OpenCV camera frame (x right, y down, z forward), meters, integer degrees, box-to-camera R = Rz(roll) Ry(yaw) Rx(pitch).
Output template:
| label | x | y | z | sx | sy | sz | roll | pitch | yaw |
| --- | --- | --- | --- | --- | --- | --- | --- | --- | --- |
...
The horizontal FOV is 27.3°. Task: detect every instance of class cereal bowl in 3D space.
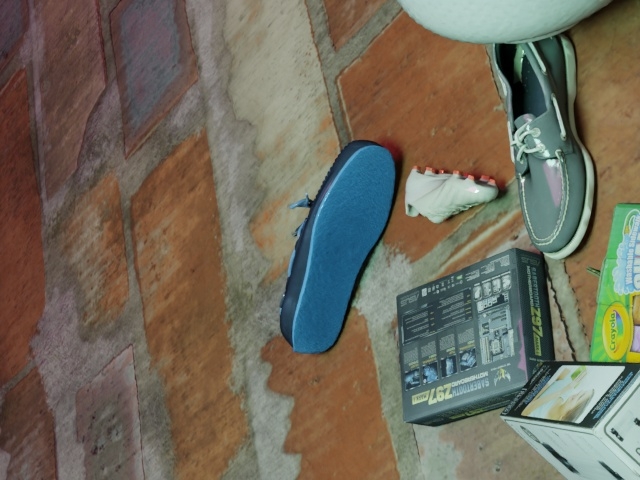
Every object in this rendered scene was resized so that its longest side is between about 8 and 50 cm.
| label | x | y | z | sx | sy | sz | roll | pitch | yaw |
| --- | --- | --- | --- | --- | --- | --- | --- | --- | --- |
| cereal bowl | 0.256 | -0.351 | 1.665 | 0.339 | 0.141 | 0.339 | -15 | 37 | 11 |

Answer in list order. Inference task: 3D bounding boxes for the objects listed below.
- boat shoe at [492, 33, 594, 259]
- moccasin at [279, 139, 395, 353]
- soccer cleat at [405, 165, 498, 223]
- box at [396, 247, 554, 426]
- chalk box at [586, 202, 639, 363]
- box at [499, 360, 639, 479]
| label | x | y | z | sx | sy | sz | roll | pitch | yaw |
| --- | --- | --- | --- | --- | --- | --- | --- | --- | --- |
| boat shoe | 0.270 | -0.131 | 1.682 | 0.116 | 0.099 | 0.319 | -26 | 58 | 49 |
| moccasin | 0.000 | 0.000 | 1.985 | 0.117 | 0.138 | 0.342 | 43 | 112 | 56 |
| soccer cleat | 0.180 | -0.059 | 1.819 | 0.196 | 0.068 | 0.076 | 13 | 94 | 62 |
| box | 0.198 | 0.131 | 1.726 | 0.233 | 0.059 | 0.183 | -27 | 57 | 46 |
| chalk box | 0.404 | 0.065 | 1.362 | 0.289 | 0.180 | 0.179 | 3 | 80 | 56 |
| box | 0.310 | 0.209 | 1.346 | 0.087 | 0.169 | 0.290 | -48 | 3 | -10 |
